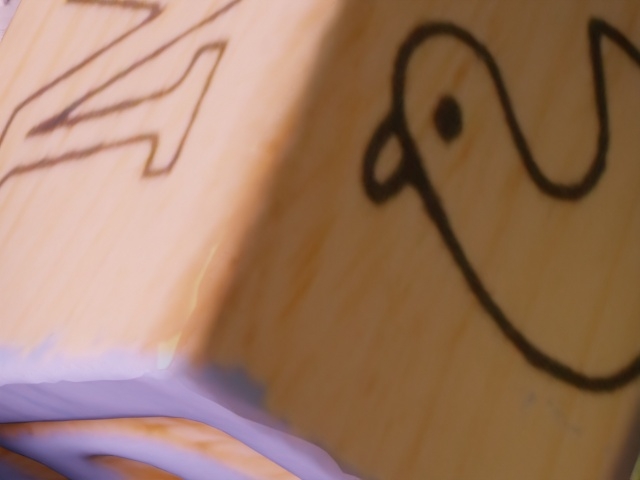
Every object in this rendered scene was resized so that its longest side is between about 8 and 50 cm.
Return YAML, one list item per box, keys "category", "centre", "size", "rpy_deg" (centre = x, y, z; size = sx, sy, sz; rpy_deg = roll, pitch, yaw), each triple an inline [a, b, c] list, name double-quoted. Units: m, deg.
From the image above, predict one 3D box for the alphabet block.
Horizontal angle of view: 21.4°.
- category: "alphabet block"
  centre: [0.000, 0.000, 0.531]
  size: [0.193, 0.192, 0.197]
  rpy_deg: [-7, 55, 48]

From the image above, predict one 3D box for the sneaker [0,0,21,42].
- category: "sneaker"
  centre: [-0.124, -0.112, 0.877]
  size: [0.292, 0.118, 0.110]
  rpy_deg: [-57, 30, -9]

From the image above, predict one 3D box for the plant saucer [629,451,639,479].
- category: "plant saucer"
  centre: [0.168, 0.046, 0.378]
  size: [0.241, 0.037, 0.241]
  rpy_deg: [-42, 22, 21]
